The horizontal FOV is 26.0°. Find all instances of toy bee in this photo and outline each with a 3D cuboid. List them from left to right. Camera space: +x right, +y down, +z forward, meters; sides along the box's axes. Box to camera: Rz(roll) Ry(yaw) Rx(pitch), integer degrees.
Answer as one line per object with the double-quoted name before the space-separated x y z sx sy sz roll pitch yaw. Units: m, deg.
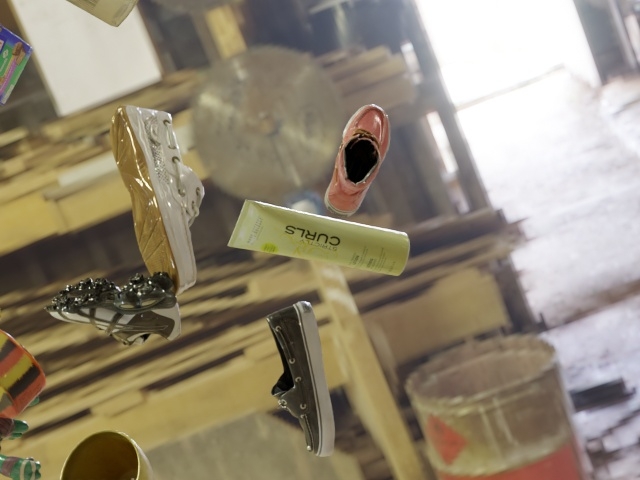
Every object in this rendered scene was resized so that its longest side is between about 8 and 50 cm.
"toy bee" -0.443 0.125 1.472 0.298 0.162 0.195 -18 25 17

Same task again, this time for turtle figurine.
"turtle figurine" -0.404 0.289 1.662 0.175 0.118 0.234 -39 28 37

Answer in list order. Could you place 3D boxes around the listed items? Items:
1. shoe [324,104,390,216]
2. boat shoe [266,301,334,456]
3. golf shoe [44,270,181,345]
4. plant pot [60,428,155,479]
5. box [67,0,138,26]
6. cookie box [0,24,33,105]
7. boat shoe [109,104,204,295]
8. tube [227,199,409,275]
"shoe" 0.058 -0.119 1.786 0.081 0.064 0.178 119 173 -58
"boat shoe" -0.032 0.196 1.895 0.076 0.228 0.080 -12 23 -11
"golf shoe" -0.263 0.097 1.754 0.198 0.093 0.077 -3 28 33
"plant pot" -0.290 0.349 1.978 0.134 0.134 0.095 -12 -30 22
"box" -0.140 -0.326 1.166 0.275 0.094 0.113 -63 14 -12
"cookie box" -0.438 -0.239 1.835 0.040 0.091 0.107 26 -3 19
"boat shoe" -0.193 -0.059 1.797 0.096 0.277 0.098 -5 -25 -29
"tube" 0.000 0.000 1.888 0.240 0.070 0.062 12 3 -15
